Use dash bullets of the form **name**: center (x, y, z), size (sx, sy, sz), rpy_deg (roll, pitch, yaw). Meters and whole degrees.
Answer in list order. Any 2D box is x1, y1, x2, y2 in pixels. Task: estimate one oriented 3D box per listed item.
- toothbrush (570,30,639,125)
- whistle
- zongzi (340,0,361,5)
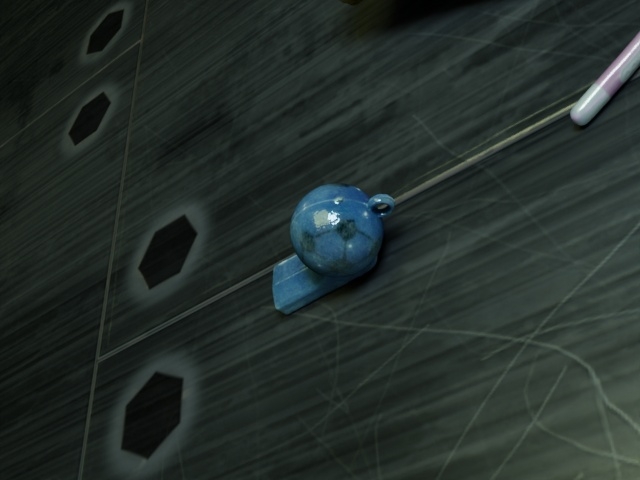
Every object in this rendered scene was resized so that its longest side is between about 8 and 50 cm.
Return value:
- **toothbrush**: center (0.294, -0.202, 0.696), size (0.286, 0.020, 0.025), rpy_deg (-50, 45, 3)
- **whistle**: center (0.000, 0.000, 0.788), size (0.158, 0.090, 0.090), rpy_deg (-29, 44, 26)
- **zongzi**: center (0.167, -0.358, 0.874), size (0.288, 0.134, 0.286), rpy_deg (8, 62, 33)
